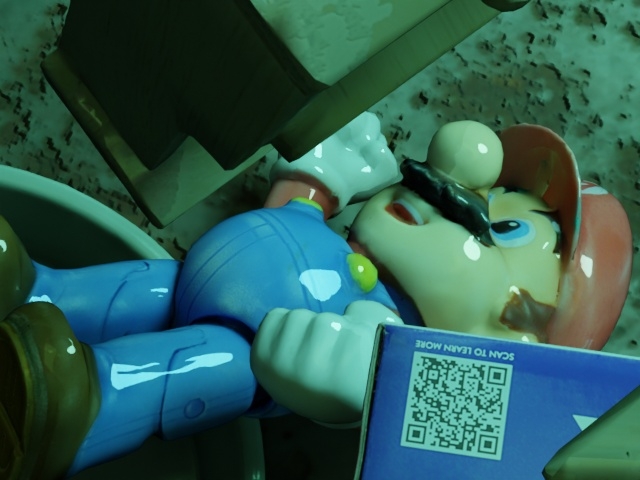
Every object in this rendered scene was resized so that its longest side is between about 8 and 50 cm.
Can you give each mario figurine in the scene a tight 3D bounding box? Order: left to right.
[{"bbox_3d":[0.000,0.000,0.799,0.320,0.170,0.198,-9,67,-28],"label":"mario figurine"}]

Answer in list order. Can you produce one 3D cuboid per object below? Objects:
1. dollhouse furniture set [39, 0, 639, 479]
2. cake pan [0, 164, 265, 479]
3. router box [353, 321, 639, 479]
[{"bbox_3d":[0.109,0.043,0.502,0.362,0.256,0.394,-37,93,-11],"label":"dollhouse furniture set"},{"bbox_3d":[-0.172,0.105,0.821,0.293,0.054,0.293,6,67,-14],"label":"cake pan"},{"bbox_3d":[0.180,0.140,0.700,0.335,0.301,0.082,8,68,5],"label":"router box"}]
